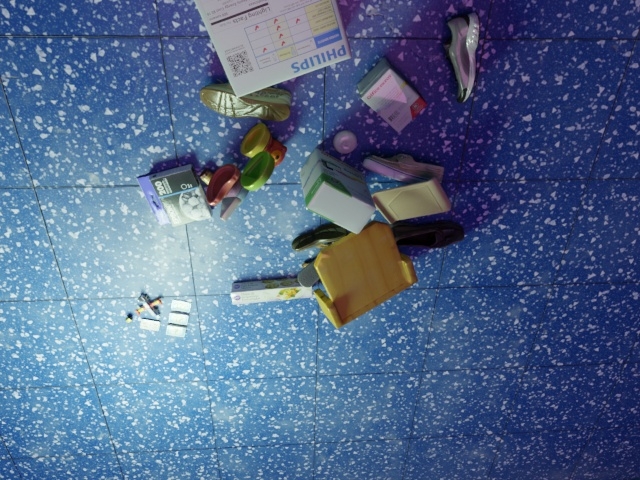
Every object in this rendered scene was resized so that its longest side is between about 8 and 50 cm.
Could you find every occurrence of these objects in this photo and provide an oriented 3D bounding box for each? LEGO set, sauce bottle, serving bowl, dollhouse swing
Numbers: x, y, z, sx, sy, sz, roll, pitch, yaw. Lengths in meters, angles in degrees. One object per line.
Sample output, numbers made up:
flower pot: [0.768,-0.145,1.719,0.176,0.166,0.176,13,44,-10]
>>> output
LEGO set: [-0.661,0.311,2.189,0.244,0.060,0.183,12,118,-13]
sauce bottle: [-0.362,-0.195,1.883,0.042,0.042,0.128,-38,120,19]
serving bowl: [0.085,-0.331,1.840,0.083,0.027,0.084,-3,123,-4]
dollhouse swing: [0.123,0.092,1.982,0.346,0.315,0.305,-30,105,-8]

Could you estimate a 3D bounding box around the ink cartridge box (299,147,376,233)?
ink cartridge box: [0.052,-0.171,1.796,0.201,0.278,0.117,25,115,-20]

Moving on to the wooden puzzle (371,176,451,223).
wooden puzzle: [0.323,-0.144,1.916,0.238,0.044,0.221,-14,150,23]

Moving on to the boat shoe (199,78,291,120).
boat shoe: [-0.234,-0.449,1.707,0.284,0.090,0.105,10,148,-9]

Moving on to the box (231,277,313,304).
box: [-0.191,0.198,2.149,0.323,0.067,0.063,-5,123,-1]

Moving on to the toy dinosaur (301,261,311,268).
toy dinosaur: [0.030,0.086,2.095,0.211,0.064,0.112,-24,122,10]

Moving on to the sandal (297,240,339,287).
sandal: [0.023,0.081,2.051,0.254,0.054,0.097,-32,91,6]

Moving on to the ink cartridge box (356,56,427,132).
ink cartridge box: [0.222,-0.460,1.704,0.176,0.127,0.128,37,114,-26]

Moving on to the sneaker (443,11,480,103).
sneaker: [0.436,-0.564,1.685,0.107,0.100,0.272,0,122,11]

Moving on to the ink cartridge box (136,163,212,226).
ink cartridge box: [-0.513,-0.148,1.899,0.208,0.045,0.207,-14,124,5]

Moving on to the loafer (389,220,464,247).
loafer: [0.405,-0.008,2.046,0.302,0.095,0.109,1,124,-6]

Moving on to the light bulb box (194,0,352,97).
light bulb box: [-0.139,-0.647,1.487,0.357,0.225,0.361,-18,124,6]

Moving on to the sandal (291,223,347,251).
sandal: [0.000,0.000,2.021,0.219,0.090,0.060,-22,133,9]

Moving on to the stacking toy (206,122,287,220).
stacking toy: [-0.221,-0.193,1.757,0.309,0.280,0.130,-45,128,16]

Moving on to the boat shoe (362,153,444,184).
boat shoe: [0.291,-0.253,1.882,0.302,0.109,0.094,13,99,-19]
